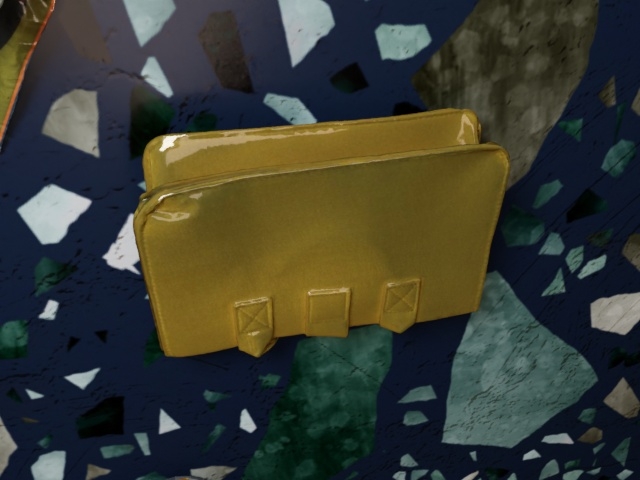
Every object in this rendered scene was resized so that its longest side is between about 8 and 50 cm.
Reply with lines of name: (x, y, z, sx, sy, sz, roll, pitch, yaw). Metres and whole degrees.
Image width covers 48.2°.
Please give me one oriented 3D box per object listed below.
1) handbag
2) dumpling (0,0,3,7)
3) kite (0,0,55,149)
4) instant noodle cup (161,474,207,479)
handbag: (0.000, 0.000, 0.823, 0.401, 0.133, 0.283, -9, 128, -11)
dumpling: (-0.312, -0.270, 0.508, 0.229, 0.124, 0.151, 38, 79, -41)
kite: (-0.395, -0.220, 0.609, 0.327, 0.013, 0.377, -13, 133, 0)
instant noodle cup: (-0.197, 0.420, 1.018, 0.208, 0.125, 0.177, 9, 117, -21)
